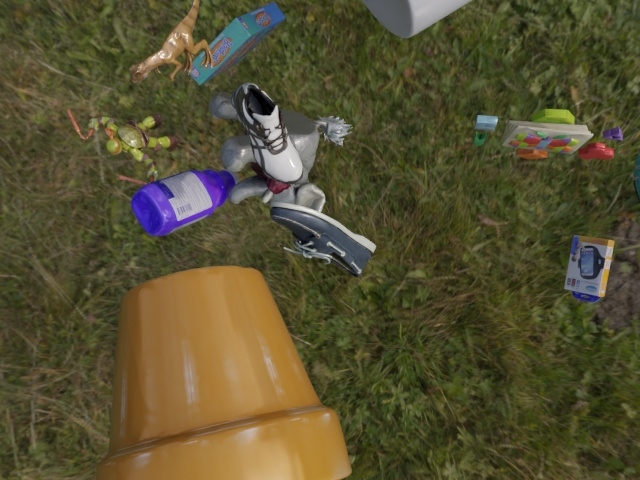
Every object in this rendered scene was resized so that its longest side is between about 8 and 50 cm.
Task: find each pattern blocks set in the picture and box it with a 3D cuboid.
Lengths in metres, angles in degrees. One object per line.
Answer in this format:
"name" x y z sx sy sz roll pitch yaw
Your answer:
"pattern blocks set" 0.512 -0.234 1.484 0.325 0.285 0.026 4 79 17

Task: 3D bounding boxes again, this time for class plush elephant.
"plush elephant" -0.108 -0.171 1.506 0.330 0.255 0.272 -3 41 -25

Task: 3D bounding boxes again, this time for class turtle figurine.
"turtle figurine" -0.456 -0.253 1.565 0.269 0.217 0.087 39 121 7

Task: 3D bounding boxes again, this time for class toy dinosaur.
"toy dinosaur" -0.215 -0.321 1.023 0.064 0.112 0.211 21 75 31

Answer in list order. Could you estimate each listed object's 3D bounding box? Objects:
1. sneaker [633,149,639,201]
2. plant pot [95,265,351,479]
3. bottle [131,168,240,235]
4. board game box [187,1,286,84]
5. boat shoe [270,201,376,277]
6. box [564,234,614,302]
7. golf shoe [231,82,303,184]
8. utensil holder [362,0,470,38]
"sneaker" 0.549 -0.148 0.992 0.098 0.083 0.223 15 82 -22
"plant pot" -0.094 0.130 0.560 0.205 0.205 0.188 -16 73 5
"bottle" -0.299 -0.103 1.505 0.092 0.283 0.118 -32 90 38
"board game box" -0.173 -0.415 1.360 0.160 0.210 0.047 -34 102 31
"boat shoe" 0.000 0.000 1.182 0.095 0.254 0.079 16 82 43
"box" 0.568 0.060 1.378 0.081 0.028 0.136 12 93 50
"golf shoe" -0.091 -0.186 1.143 0.077 0.094 0.198 -35 98 -13
"utensil holder" 0.208 -0.524 0.927 0.385 0.327 0.327 -34 78 1
